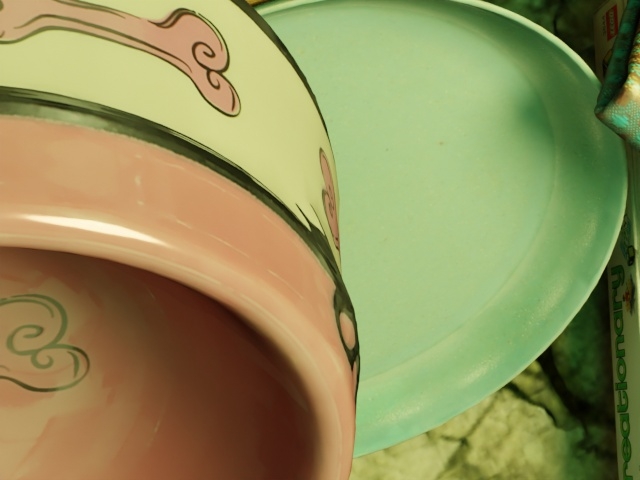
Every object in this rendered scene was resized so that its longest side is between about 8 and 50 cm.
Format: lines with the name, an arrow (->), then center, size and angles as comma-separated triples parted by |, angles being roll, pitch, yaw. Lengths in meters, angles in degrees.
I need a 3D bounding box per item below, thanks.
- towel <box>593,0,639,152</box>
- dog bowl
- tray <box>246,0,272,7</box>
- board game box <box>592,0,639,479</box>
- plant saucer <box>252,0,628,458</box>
towel -> 0.318, -0.079, 0.755 | 0.370, 0.040, 0.271 | 32, 62, -22
dog bowl -> -0.167, 0.068, 0.563 | 0.407, 0.150, 0.408 | -12, 136, -12
tray -> -0.172, -0.089, 0.673 | 0.410, 0.203, 0.076 | -22, 92, -9
board game box -> 0.265, 0.009, 0.806 | 0.192, 0.053, 0.305 | 0, 82, -9
plant saucer -> 0.000, 0.000, 0.706 | 0.317, 0.044, 0.318 | -11, 134, -11
